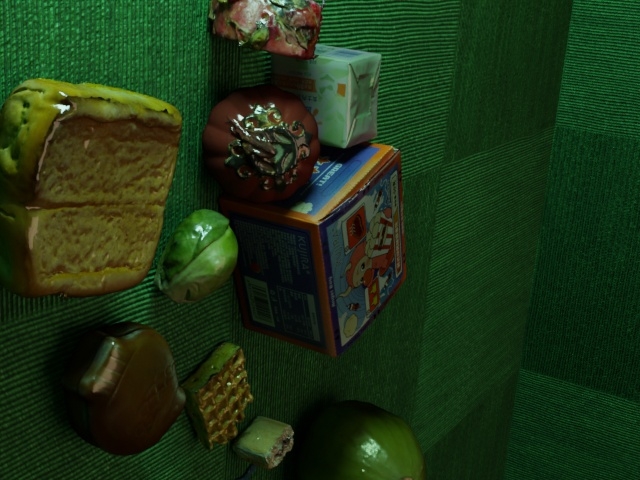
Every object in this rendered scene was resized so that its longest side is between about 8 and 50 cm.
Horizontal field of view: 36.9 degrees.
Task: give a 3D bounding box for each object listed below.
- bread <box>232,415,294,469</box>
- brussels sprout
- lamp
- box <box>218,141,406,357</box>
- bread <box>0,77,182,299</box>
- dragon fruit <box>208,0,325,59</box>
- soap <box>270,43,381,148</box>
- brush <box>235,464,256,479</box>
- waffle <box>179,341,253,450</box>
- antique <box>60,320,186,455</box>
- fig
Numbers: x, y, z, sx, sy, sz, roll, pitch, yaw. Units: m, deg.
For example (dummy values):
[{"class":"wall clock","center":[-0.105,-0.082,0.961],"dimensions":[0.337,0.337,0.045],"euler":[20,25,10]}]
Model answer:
[{"class":"bread","center":[-0.125,0.459,2.161],"dimensions":[0.125,0.106,0.082],"euler":[-43,131,-49]},{"class":"brussels sprout","center":[-0.227,0.028,1.768],"dimensions":[0.131,0.145,0.183],"euler":[38,61,-30]},{"class":"lamp","center":[-0.109,-0.178,1.794],"dimensions":[0.227,0.227,0.227],"euler":[-33,130,-50]},{"class":"box","center":[0.000,0.000,2.020],"dimensions":[0.318,0.257,0.348],"euler":[-43,138,-42]},{"class":"bread","center":[-0.371,-0.076,1.463],"dimensions":[0.337,0.148,0.328],"euler":[-8,114,-61]},{"class":"dragon fruit","center":[-0.094,-0.418,1.747],"dimensions":[0.282,0.211,0.147],"euler":[-67,171,-76]},{"class":"soap","center":[0.006,-0.297,1.956],"dimensions":[0.138,0.199,0.182],"euler":[-31,130,-55]},{"class":"brush","center":[-0.165,0.539,2.220],"dimensions":[0.164,0.014,0.051],"euler":[-52,145,-37]},{"class":"waffle","center":[-0.208,0.337,2.011],"dimensions":[0.160,0.055,0.211],"euler":[-47,139,-39]},{"class":"antique","center":[-0.345,0.252,1.664],"dimensions":[0.278,0.129,0.223],"euler":[46,64,-57]},{"class":"fig","center":[0.110,0.567,2.375],"dimensions":[0.343,0.343,0.343],"euler":[-33,130,-50]}]
